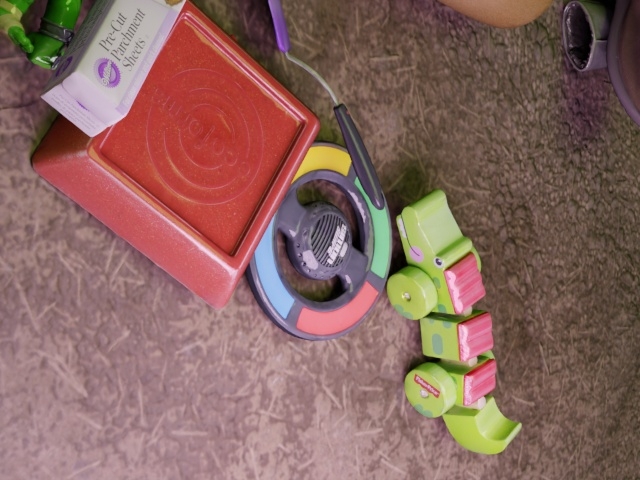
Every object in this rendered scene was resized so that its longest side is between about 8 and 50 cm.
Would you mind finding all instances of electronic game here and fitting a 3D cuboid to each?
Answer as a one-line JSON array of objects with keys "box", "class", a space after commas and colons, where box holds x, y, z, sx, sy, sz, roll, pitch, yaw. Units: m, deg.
[{"box": [0.000, 0.000, 1.441, 0.229, 0.048, 0.229, 1, 89, -44], "class": "electronic game"}]

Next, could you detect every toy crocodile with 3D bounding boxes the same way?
[{"box": [0.165, 0.105, 1.554, 0.115, 0.105, 0.341, -25, 110, -41], "class": "toy crocodile"}]

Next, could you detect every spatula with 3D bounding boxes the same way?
[{"box": [0.001, -0.165, 1.397, 0.296, 0.030, 0.084, 60, 10, -5], "class": "spatula"}]

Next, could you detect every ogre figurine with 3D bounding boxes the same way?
[{"box": [-0.282, -0.256, 1.145, 0.197, 0.097, 0.118, 39, 81, -20], "class": "ogre figurine"}]

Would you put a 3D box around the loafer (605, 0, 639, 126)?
[{"box": [0.490, -0.313, 1.779, 0.134, 0.130, 0.366, 20, 62, -35], "class": "loafer"}]

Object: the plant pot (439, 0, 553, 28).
[{"box": [0.194, -0.374, 1.534, 0.254, 0.237, 0.237, 38, 63, -54], "class": "plant pot"}]

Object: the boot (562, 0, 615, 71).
[{"box": [0.446, -0.265, 1.857, 0.208, 0.076, 0.190, -14, 85, -50], "class": "boot"}]

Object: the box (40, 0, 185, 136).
[{"box": [-0.167, -0.242, 1.218, 0.067, 0.063, 0.324, 41, 49, -25], "class": "box"}]

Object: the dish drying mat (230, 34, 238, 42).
[{"box": [-0.084, -0.184, 1.389, 0.032, 0.008, 0.083, -51, 122, -31], "class": "dish drying mat"}]

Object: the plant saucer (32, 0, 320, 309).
[{"box": [-0.126, -0.104, 1.296, 0.258, 0.047, 0.259, 40, 63, -27], "class": "plant saucer"}]
